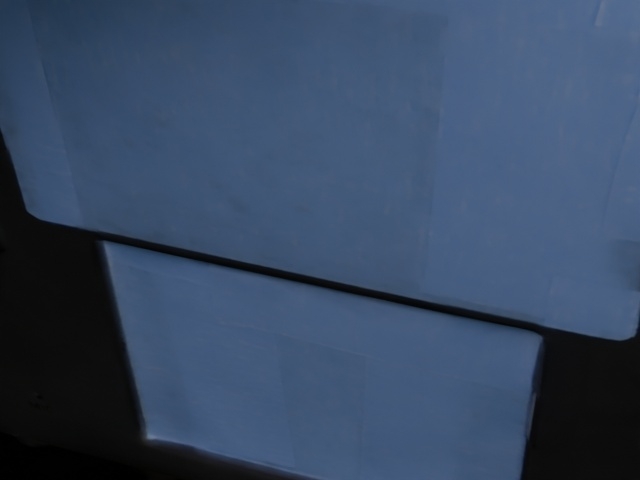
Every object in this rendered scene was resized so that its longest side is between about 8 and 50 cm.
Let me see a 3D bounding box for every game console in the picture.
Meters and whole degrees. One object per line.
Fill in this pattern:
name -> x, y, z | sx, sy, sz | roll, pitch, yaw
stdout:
game console -> 0.000, 0.000, 0.419 | 0.386, 0.060, 0.342 | 12, 132, 14
